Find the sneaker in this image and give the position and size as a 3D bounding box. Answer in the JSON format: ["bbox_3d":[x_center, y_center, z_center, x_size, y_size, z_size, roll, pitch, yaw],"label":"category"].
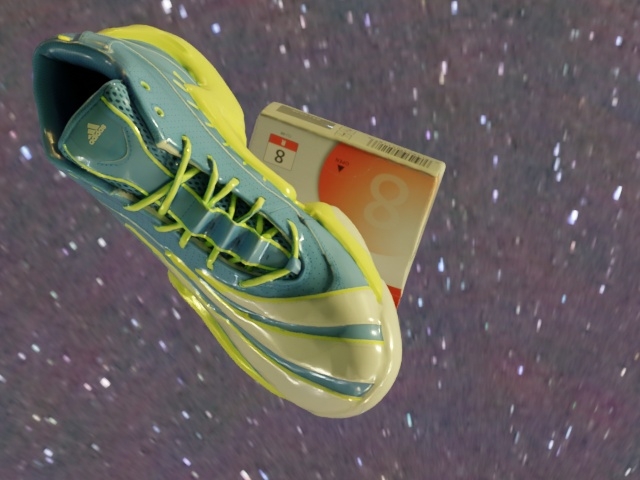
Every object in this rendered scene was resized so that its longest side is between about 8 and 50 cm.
[{"bbox_3d":[-0.064,-0.011,0.757,0.091,0.126,0.240,-48,-115,18],"label":"sneaker"}]

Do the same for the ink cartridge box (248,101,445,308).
[{"bbox_3d":[0.000,0.000,1.219,0.145,0.045,0.179,20,-70,8],"label":"ink cartridge box"}]
